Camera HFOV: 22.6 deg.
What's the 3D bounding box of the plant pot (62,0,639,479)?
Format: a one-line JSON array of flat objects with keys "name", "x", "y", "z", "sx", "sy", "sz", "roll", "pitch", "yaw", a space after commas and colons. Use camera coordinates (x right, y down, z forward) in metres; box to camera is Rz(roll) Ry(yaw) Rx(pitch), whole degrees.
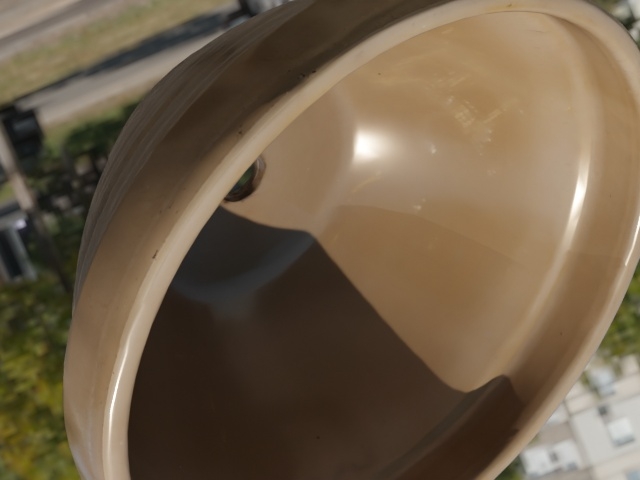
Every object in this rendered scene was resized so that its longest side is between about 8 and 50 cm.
[{"name": "plant pot", "x": 0.000, "y": 0.000, "z": 0.566, "sx": 0.237, "sy": 0.237, "sz": 0.110, "roll": -26, "pitch": -136, "yaw": -27}]
